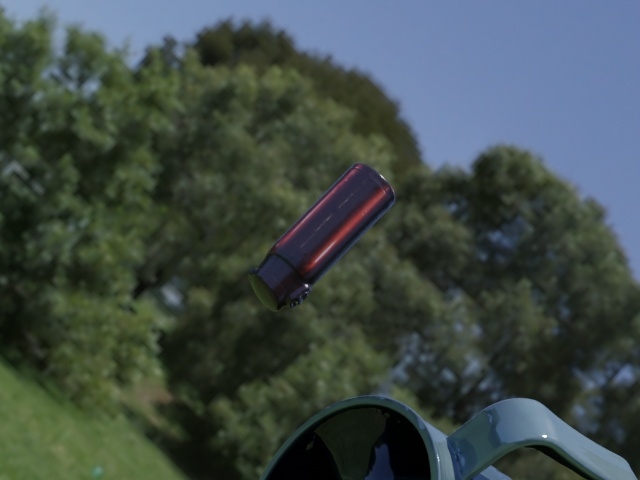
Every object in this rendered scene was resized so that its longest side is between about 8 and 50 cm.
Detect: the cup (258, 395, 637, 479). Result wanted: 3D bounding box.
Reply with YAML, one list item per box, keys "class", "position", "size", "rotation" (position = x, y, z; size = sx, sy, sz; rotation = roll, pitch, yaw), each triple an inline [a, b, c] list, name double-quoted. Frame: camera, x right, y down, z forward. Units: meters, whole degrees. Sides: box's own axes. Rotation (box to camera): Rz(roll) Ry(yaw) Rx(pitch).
- class: "cup"
  position: [0.130, 0.309, 1.742]
  size: [0.311, 0.331, 0.257]
  rotation: [35, -6, -38]

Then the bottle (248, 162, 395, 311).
- class: "bottle"
  position: [0.000, 0.000, 1.607]
  size: [0.060, 0.164, 0.060]
  rotation: [38, -23, 19]
